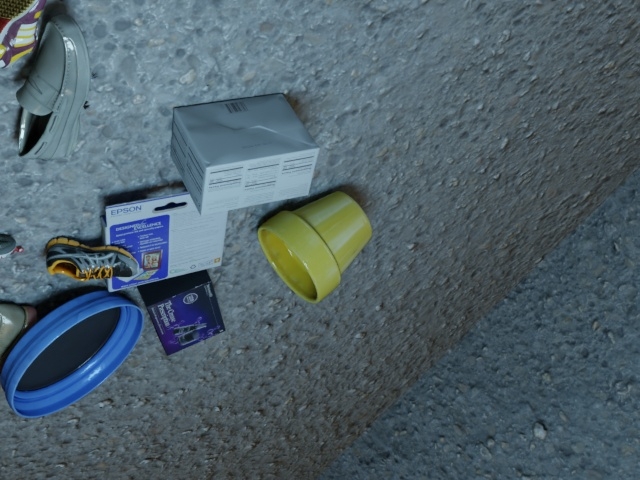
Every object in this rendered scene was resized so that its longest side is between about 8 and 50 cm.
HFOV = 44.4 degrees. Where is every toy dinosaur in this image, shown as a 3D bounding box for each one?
[{"bbox_3d":[-0.470,-0.294,1.516,0.090,0.047,0.082,-19,127,0],"label":"toy dinosaur"}]

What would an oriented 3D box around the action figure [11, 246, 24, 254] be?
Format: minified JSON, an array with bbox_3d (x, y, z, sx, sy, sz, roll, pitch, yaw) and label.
[{"bbox_3d":[-0.718,0.025,1.740,0.115,0.030,0.038,-8,135,-33],"label":"action figure"}]

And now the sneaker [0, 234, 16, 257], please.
[{"bbox_3d":[-0.725,-0.006,1.665,0.166,0.065,0.076,3,129,-43],"label":"sneaker"}]

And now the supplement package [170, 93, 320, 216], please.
[{"bbox_3d":[-0.171,-0.193,1.727,0.262,0.204,0.145,-13,141,-26],"label":"supplement package"}]

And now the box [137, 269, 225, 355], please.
[{"bbox_3d":[-0.376,0.182,2.142,0.184,0.103,0.261,-25,146,-14],"label":"box"}]

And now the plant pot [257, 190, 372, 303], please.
[{"bbox_3d":[0.000,0.000,2.094,0.239,0.254,0.254,-37,149,-20],"label":"plant pot"}]

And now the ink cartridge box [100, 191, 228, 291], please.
[{"bbox_3d":[-0.377,-0.022,1.912,0.304,0.072,0.307,-12,140,-24],"label":"ink cartridge box"}]

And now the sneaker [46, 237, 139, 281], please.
[{"bbox_3d":[-0.528,0.059,1.810,0.215,0.083,0.084,9,134,-8],"label":"sneaker"}]

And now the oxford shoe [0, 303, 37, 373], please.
[{"bbox_3d":[-0.835,0.278,1.903,0.130,0.123,0.348,26,107,-46],"label":"oxford shoe"}]

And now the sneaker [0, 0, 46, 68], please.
[{"bbox_3d":[-0.518,-0.377,1.357,0.185,0.069,0.084,-42,161,16],"label":"sneaker"}]

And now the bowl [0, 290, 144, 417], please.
[{"bbox_3d":[-0.628,0.283,1.993,0.391,0.077,0.391,-40,160,-18],"label":"bowl"}]

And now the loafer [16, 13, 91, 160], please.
[{"bbox_3d":[-0.501,-0.270,1.451,0.111,0.112,0.319,-23,149,-40],"label":"loafer"}]
